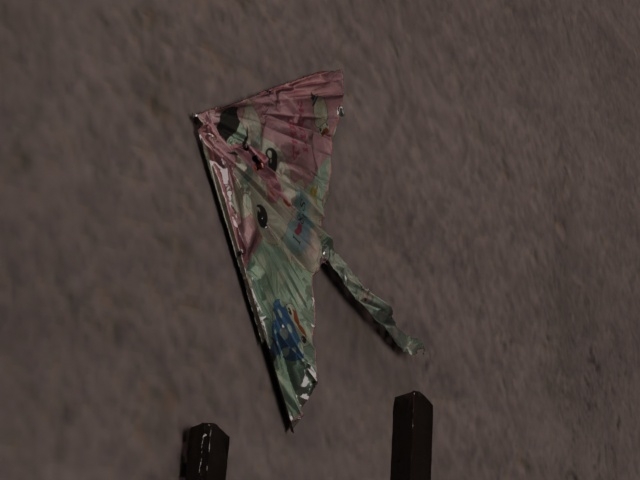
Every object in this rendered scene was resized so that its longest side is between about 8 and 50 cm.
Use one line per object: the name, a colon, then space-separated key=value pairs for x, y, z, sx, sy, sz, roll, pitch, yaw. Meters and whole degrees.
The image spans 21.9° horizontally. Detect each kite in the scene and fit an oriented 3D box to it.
kite: x=0.000 y=0.000 z=0.548 sx=0.157 sy=0.011 sz=0.139 roll=49 pitch=43 yaw=-46

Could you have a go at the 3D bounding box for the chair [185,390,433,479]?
chair: x=0.004 y=0.157 z=0.421 sx=0.101 sy=0.084 sz=0.213 roll=45 pitch=42 yaw=-43
